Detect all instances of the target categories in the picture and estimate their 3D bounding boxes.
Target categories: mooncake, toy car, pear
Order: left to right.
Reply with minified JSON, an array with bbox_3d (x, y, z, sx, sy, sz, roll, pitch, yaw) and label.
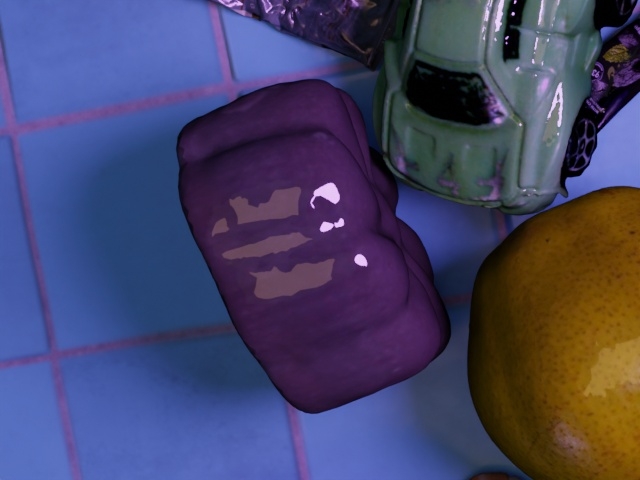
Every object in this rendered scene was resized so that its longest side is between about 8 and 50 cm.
[{"bbox_3d":[0.000,0.000,1.249,0.154,0.306,0.306,-22,90,11],"label":"mooncake"},{"bbox_3d":[0.151,-0.206,1.214,0.213,0.176,0.358,19,102,27],"label":"toy car"},{"bbox_3d":[0.262,0.103,1.189,0.294,0.294,0.294,2,97,15],"label":"pear"}]

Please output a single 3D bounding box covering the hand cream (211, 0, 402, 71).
[{"bbox_3d":[-0.044,-0.242,1.345,0.248,0.052,0.075,22,103,12],"label":"hand cream"}]

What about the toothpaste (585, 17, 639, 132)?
[{"bbox_3d":[0.269,-0.148,1.277,0.193,0.045,0.071,-42,81,21],"label":"toothpaste"}]

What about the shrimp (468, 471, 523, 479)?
[{"bbox_3d":[0.201,0.311,1.348,0.091,0.043,0.184,-31,87,13],"label":"shrimp"}]
